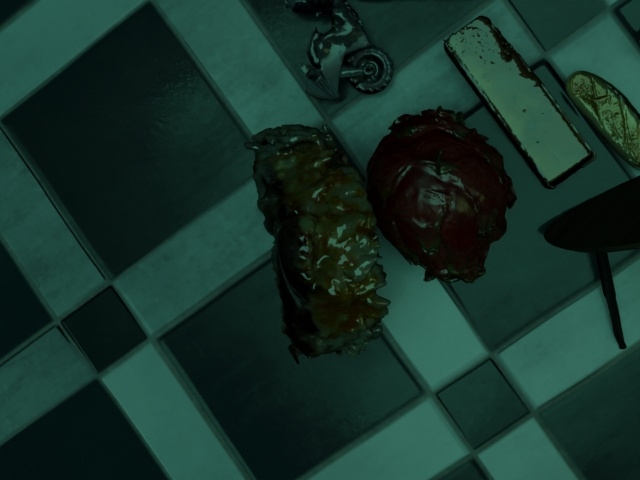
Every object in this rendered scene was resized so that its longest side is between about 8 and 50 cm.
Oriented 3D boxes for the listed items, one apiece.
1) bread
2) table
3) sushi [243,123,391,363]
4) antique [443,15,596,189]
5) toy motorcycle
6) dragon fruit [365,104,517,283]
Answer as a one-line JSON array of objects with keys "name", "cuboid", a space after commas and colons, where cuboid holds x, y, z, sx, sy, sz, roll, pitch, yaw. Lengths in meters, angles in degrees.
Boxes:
[{"name": "bread", "cuboid": [0.494, -0.202, 1.673, 0.073, 0.053, 0.214, -43, 90, 14]}, {"name": "table", "cuboid": [0.551, 0.050, 1.615, 0.317, 0.317, 0.249, -26, 104, 10]}, {"name": "sushi", "cuboid": [-0.001, -0.003, 1.600, 0.175, 0.417, 0.417, -12, 92, -1]}, {"name": "antique", "cuboid": [0.330, -0.234, 1.679, 0.093, 0.087, 0.310, -37, 88, 8]}, {"name": "toy motorcycle", "cuboid": [0.005, -0.353, 1.714, 0.159, 0.106, 0.270, -33, 93, 4]}, {"name": "dragon fruit", "cuboid": [0.201, -0.071, 1.634, 0.244, 0.244, 0.299, -20, 94, 10]}]
